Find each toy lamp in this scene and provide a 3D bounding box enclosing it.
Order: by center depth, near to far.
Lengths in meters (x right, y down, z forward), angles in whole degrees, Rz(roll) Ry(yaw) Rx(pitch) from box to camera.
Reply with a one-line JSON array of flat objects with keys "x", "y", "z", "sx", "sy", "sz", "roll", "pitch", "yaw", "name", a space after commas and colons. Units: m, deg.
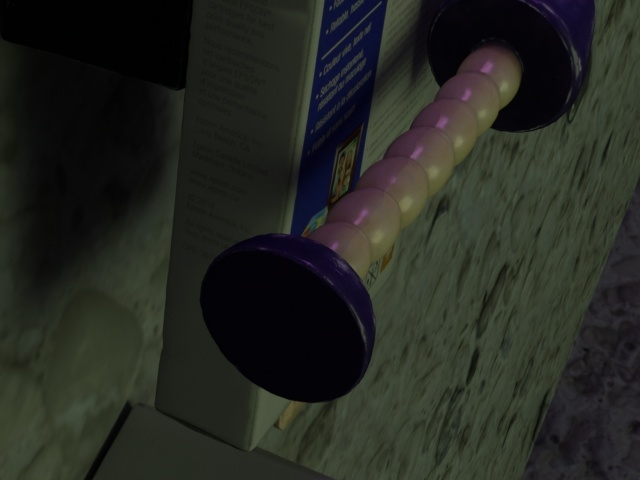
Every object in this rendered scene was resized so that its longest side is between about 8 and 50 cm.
[{"x": 0.050, "y": -0.043, "z": 0.643, "sx": 0.274, "sy": 0.080, "sz": 0.080, "roll": -51, "pitch": 153, "yaw": -46, "name": "toy lamp"}]

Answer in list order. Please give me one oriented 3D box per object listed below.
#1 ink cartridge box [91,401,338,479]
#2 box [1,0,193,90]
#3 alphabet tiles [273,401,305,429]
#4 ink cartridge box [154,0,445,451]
[{"x": -0.059, "y": 0.245, "z": 0.945, "sx": 0.171, "sy": 0.168, "sz": 0.232, "roll": -62, "pitch": 160, "yaw": -25, "name": "ink cartridge box"}, {"x": -0.057, "y": -0.168, "z": 0.676, "sx": 0.158, "sy": 0.093, "sz": 0.156, "roll": -41, "pitch": 145, "yaw": -60, "name": "box"}, {"x": 0.000, "y": 0.000, "z": 1.119, "sx": 0.278, "sy": 0.021, "sz": 0.284, "roll": -49, "pitch": 152, "yaw": -49, "name": "alphabet tiles"}, {"x": 0.006, "y": -0.094, "z": 0.677, "sx": 0.176, "sy": 0.069, "sz": 0.371, "roll": -48, "pitch": 157, "yaw": -49, "name": "ink cartridge box"}]
